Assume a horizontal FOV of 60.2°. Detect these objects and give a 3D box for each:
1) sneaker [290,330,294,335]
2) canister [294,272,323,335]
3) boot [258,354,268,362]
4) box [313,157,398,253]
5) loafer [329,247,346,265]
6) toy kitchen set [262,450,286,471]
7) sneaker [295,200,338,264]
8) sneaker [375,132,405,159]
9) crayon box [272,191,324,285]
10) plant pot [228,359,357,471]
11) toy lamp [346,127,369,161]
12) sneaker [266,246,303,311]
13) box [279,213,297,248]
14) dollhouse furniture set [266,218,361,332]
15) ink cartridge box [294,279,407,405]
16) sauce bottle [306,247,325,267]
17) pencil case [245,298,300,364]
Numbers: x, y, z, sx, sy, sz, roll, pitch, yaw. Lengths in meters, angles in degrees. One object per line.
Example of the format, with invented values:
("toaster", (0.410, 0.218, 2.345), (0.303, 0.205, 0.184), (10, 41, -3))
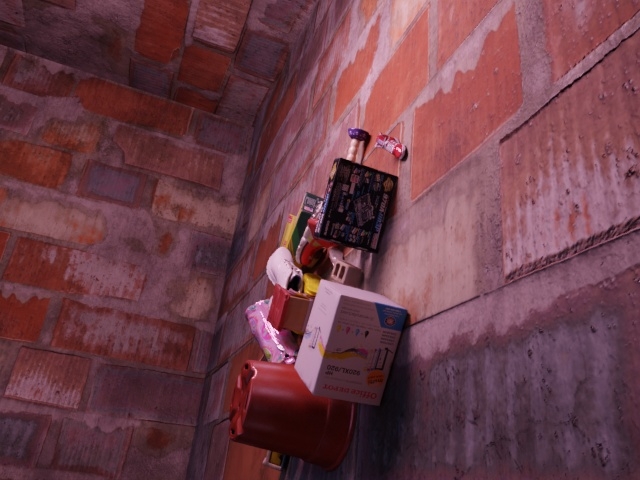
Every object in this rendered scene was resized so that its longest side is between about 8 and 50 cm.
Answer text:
("sneaker", (-0.158, 0.280, 2.042), (0.276, 0.098, 0.135), (162, 110, -67))
("canister", (-0.044, 0.211, 1.814), (0.126, 0.073, 0.169), (-110, 38, -63))
("boot", (-0.194, 0.500, 2.000), (0.207, 0.090, 0.248), (-142, 72, -74))
("box", (0.094, -0.091, 1.464), (0.051, 0.175, 0.220), (-170, 94, -72))
("loafer", (0.050, 0.065, 1.697), (0.125, 0.045, 0.039), (-113, 35, -60))
("toy kitchen set", (-0.104, 0.625, 1.634), (0.207, 0.122, 0.166), (62, -138, -86))
("sneaker", (0.000, 0.000, 1.786), (0.107, 0.118, 0.279), (-62, -3, -42))
("sneaker", (0.187, -0.257, 1.498), (0.118, 0.067, 0.042), (-109, 37, -61))
("crayon box", (-0.080, 0.004, 2.021), (0.202, 0.081, 0.318), (-80, 12, -66))
("plant pot", (-0.083, 0.432, 1.420), (0.272, 0.265, 0.272), (-165, 90, -73))
("toy lamp", (0.086, -0.220, 1.771), (0.080, 0.080, 0.274), (-177, 102, -73))
("sneaker", (-0.102, 0.125, 1.810), (0.129, 0.111, 0.297), (-52, 32, 33))
("box", (-0.125, 0.012, 2.259), (0.087, 0.058, 0.232), (-149, 76, -73))
("dollhouse furniture set", (-0.001, 0.086, 1.567), (0.152, 0.201, 0.374), (-159, 84, -73))
("ink cartridge box", (0.066, 0.234, 1.280), (0.168, 0.171, 0.232), (-154, 79, -73))
("sauce bottle", (-0.017, 0.049, 1.920), (0.128, 0.042, 0.042), (126, 153, -46))
("pencil case", (-0.148, 0.324, 1.821), (0.284, 0.124, 0.124), (56, 132, 40))
